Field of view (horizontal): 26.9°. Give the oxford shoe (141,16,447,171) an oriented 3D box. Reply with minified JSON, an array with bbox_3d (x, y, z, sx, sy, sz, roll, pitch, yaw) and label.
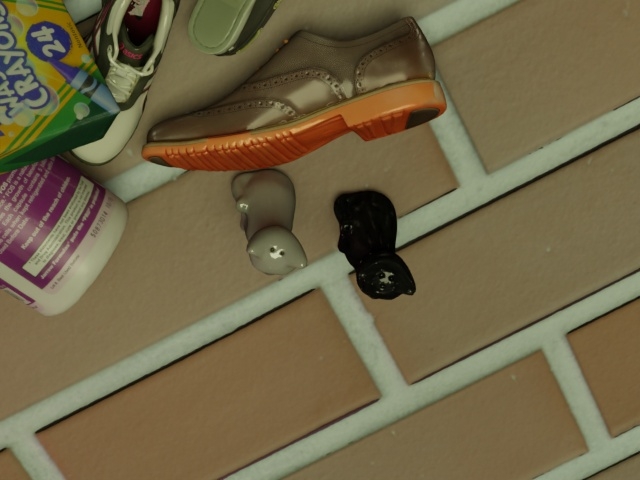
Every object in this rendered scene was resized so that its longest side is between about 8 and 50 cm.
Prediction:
[{"bbox_3d":[-0.041,-0.169,1.586,0.364,0.130,0.132,-13,81,4],"label":"oxford shoe"}]

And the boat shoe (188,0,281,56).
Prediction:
[{"bbox_3d":[-0.068,-0.311,1.533,0.081,0.069,0.227,39,102,15],"label":"boat shoe"}]

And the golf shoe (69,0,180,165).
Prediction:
[{"bbox_3d":[-0.234,-0.202,1.525,0.105,0.120,0.272,15,110,-16],"label":"golf shoe"}]

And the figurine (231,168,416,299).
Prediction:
[{"bbox_3d":[0.000,0.000,1.590,0.215,0.209,0.092,12,110,-13],"label":"figurine"}]

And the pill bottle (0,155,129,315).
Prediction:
[{"bbox_3d":[-0.386,-0.057,1.534,0.301,0.169,0.169,36,103,-20],"label":"pill bottle"}]

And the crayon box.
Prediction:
[{"bbox_3d":[-0.401,-0.159,1.409,0.323,0.083,0.203,-24,81,-31],"label":"crayon box"}]
